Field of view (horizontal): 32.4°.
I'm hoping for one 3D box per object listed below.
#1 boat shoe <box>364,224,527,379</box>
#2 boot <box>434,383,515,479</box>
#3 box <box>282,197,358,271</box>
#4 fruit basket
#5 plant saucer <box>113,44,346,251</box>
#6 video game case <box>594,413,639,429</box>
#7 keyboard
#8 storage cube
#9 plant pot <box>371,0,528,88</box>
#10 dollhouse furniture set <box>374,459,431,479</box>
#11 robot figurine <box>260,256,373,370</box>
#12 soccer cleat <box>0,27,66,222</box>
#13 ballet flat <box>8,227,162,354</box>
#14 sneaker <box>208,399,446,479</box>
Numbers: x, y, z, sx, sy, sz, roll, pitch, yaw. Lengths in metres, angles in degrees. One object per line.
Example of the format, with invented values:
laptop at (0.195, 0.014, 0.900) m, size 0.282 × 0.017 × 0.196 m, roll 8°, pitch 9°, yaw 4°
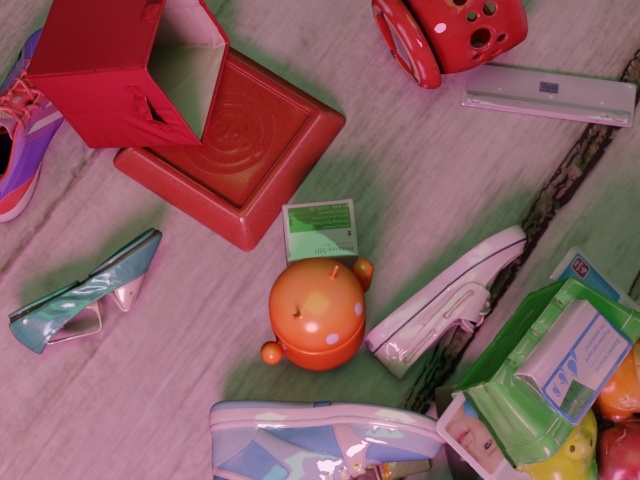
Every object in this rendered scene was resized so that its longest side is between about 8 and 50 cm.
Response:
boat shoe at (0.187, 0.086, 1.503) m, size 0.267 × 0.096 × 0.088 m, roll -37°, pitch 78°, yaw -8°
boot at (0.248, 0.288, 1.449) m, size 0.189 × 0.076 × 0.209 m, roll 0°, pitch 64°, yaw 0°
box at (0.000, 0.000, 1.535) m, size 0.101 × 0.102 × 0.087 m, roll -5°, pitch 73°, yaw -1°
fruit basket at (0.354, 0.227, 1.331) m, size 0.353 × 0.165 × 0.327 m, roll 43°, pitch 65°, yaw 2°
plant saucer at (-0.136, -0.155, 1.623) m, size 0.258 × 0.048 × 0.259 m, roll 32°, pitch 76°, yaw 13°
video game case at (0.422, 0.312, 1.414) m, size 0.274 × 0.026 × 0.196 m, roll -7°, pitch 70°, yaw -15°
keyboard at (0.340, -0.218, 1.643) m, size 0.256 × 0.014 × 0.072 m, roll 8°, pitch 67°, yaw 5°
storage cube at (-0.266, -0.255, 1.553) m, size 0.193 × 0.184 × 0.215 m, roll 0°, pitch 61°, yaw 22°
plant pot at (0.178, -0.330, 1.598) m, size 0.174 × 0.191 × 0.191 m, roll -30°, pitch 72°, yaw -1°
dollhouse furniture set at (0.115, 0.319, 1.443) m, size 0.076 × 0.058 × 0.152 m, roll -14°, pitch 71°, yaw -3°
robot figurine at (-0.004, 0.098, 1.439) m, size 0.158 × 0.219 × 0.128 m, roll -6°, pitch 71°, yaw 0°
soccer cleat at (-0.437, -0.186, 1.609) m, size 0.108 × 0.116 × 0.318 m, roll 15°, pitch 73°, yaw 7°
ballet flat at (-0.313, 0.079, 1.544) m, size 0.247 × 0.083 × 0.087 m, roll -32°, pitch 97°, yaw -8°
sneaker at (0.004, 0.314, 1.409) m, size 0.319 × 0.127 × 0.208 m, roll -2°, pitch 70°, yaw 18°
